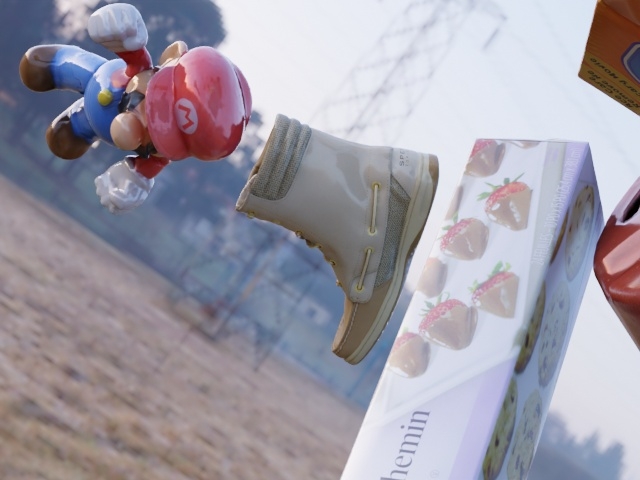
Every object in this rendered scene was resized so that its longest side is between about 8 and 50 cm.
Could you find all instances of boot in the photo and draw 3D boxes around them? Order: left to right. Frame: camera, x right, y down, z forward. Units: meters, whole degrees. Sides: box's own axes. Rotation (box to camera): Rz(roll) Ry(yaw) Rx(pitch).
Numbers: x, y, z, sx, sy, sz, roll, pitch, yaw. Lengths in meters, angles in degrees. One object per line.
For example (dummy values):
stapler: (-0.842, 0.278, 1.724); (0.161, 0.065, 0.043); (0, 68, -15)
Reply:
boot: (0.000, 0.000, 1.716); (0.203, 0.262, 0.095); (16, 24, -8)

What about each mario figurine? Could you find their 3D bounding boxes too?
mario figurine: (-0.211, -0.133, 1.596); (0.198, 0.170, 0.320); (33, -16, -38)

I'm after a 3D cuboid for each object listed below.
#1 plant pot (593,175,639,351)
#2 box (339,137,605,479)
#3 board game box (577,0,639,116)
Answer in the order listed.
plant pot: (0.284, 0.058, 0.732); (0.265, 0.272, 0.272); (50, -7, -13)
box: (0.061, 0.086, 0.703); (0.063, 0.324, 0.067); (4, -42, 26)
board game box: (0.471, -0.236, 1.262); (0.356, 0.356, 0.356); (35, -10, 12)
